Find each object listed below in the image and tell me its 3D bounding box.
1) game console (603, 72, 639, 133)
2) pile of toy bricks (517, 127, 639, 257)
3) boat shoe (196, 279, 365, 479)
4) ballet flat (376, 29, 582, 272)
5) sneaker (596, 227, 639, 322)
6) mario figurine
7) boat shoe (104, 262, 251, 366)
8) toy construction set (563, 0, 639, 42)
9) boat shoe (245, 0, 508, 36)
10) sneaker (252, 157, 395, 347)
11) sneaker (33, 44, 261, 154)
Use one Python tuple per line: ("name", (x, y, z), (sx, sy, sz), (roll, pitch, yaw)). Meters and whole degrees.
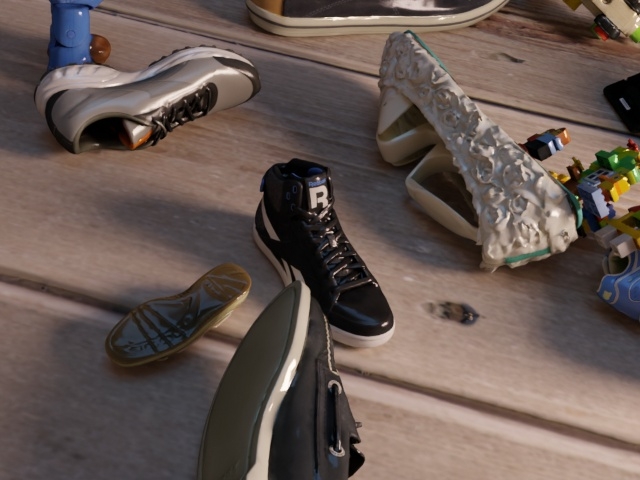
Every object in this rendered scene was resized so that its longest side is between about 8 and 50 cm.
("game console", (0.491, -0.189, 1.266), (0.107, 0.071, 0.122), (-22, 40, 9))
("pile of toy bricks", (0.311, -0.074, 0.955), (0.105, 0.118, 0.212), (-30, 22, -2))
("boat shoe", (-0.020, 0.169, 0.658), (0.113, 0.127, 0.340), (34, 28, -17))
("ballet flat", (0.143, -0.116, 1.024), (0.147, 0.147, 0.409), (-10, 42, -22))
("sneaker", (0.361, 0.009, 0.947), (0.081, 0.080, 0.211), (22, 41, 12))
("mario figurine", (-0.271, -0.343, 1.051), (0.198, 0.320, 0.170), (35, 46, 27))
("boat shoe", (-0.130, 0.076, 0.802), (0.056, 0.048, 0.153), (43, 55, 17))
("toy construction set", (0.465, -0.438, 1.457), (0.328, 0.151, 0.215), (30, 21, 2))
("boat shoe", (0.120, -0.434, 1.375), (0.500, 0.156, 0.187), (-11, 42, -25))
("sneaker", (0.000, 0.000, 0.851), (0.079, 0.121, 0.217), (-20, 48, -30))
("sneaker", (-0.195, -0.159, 1.037), (0.272, 0.100, 0.108), (-15, 60, -23))
